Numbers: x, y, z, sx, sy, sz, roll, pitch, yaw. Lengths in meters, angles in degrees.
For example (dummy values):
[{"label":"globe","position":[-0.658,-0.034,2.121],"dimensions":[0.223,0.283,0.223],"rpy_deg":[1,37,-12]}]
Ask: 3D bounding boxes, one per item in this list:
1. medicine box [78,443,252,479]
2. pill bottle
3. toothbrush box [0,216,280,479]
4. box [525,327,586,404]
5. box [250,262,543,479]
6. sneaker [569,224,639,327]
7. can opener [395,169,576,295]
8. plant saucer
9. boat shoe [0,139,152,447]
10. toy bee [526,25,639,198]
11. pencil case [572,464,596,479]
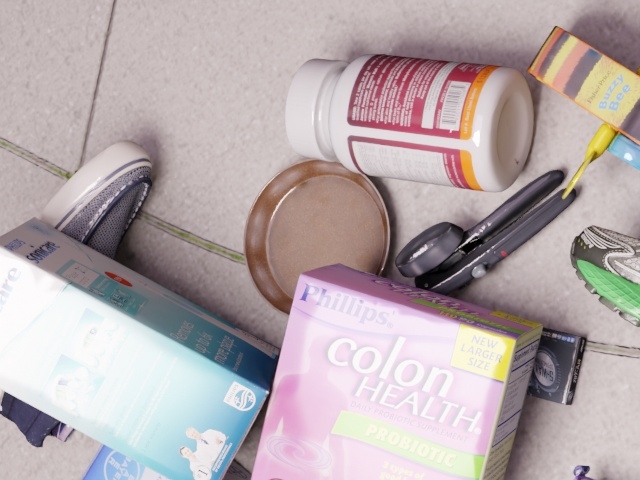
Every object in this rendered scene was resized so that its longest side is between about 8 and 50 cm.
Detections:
[{"label":"medicine box","position":[-0.135,0.370,1.665],"dimensions":[0.289,0.149,0.263],"rpy_deg":[37,101,27]},{"label":"pill bottle","position":[0.085,-0.118,1.621],"dimensions":[0.221,0.121,0.121],"rpy_deg":[10,89,28]},{"label":"toothbrush box","position":[-0.200,0.108,1.628],"dimensions":[0.295,0.216,0.126],"rpy_deg":[28,97,-1]},{"label":"box","position":[0.205,0.115,1.588],"dimensions":[0.083,0.018,0.067],"rpy_deg":[14,90,28]},{"label":"box","position":[0.068,0.169,1.563],"dimensions":[0.213,0.117,0.243],"rpy_deg":[17,99,18]},{"label":"sneaker","position":[0.386,0.026,1.441],"dimensions":[0.343,0.134,0.146],"rpy_deg":[9,95,20]},{"label":"can opener","position":[0.164,-0.002,1.604],"dimensions":[0.186,0.073,0.059],"rpy_deg":[-30,63,12]},{"label":"plant saucer","position":[0.000,0.000,1.704],"dimensions":[0.168,0.029,0.168],"rpy_deg":[-3,84,27]},{"label":"boat shoe","position":[-0.250,0.066,1.789],"dimensions":[0.158,0.127,0.340],"rpy_deg":[43,111,17]},{"label":"toy bee","position":[0.302,-0.119,1.486],"dimensions":[0.298,0.162,0.195],"rpy_deg":[13,89,28]},{"label":"pencil case","position":[0.219,0.313,1.519],"dimensions":[0.086,0.088,0.206],"rpy_deg":[33,100,29]}]
